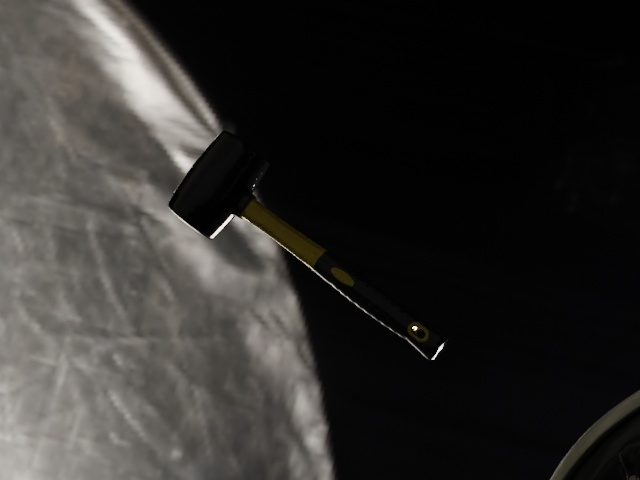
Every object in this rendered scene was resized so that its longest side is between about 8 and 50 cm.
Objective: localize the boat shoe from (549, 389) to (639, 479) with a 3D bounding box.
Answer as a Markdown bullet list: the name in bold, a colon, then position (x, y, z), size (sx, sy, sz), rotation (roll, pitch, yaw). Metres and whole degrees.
- **boat shoe**: position (0.265, 0.145, 0.921), size (0.340, 0.127, 0.113), rotation (-43, -147, 24)

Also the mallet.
- **mallet**: position (0.000, 0.000, 0.865), size (0.062, 0.189, 0.039), rotation (-61, 161, -3)
